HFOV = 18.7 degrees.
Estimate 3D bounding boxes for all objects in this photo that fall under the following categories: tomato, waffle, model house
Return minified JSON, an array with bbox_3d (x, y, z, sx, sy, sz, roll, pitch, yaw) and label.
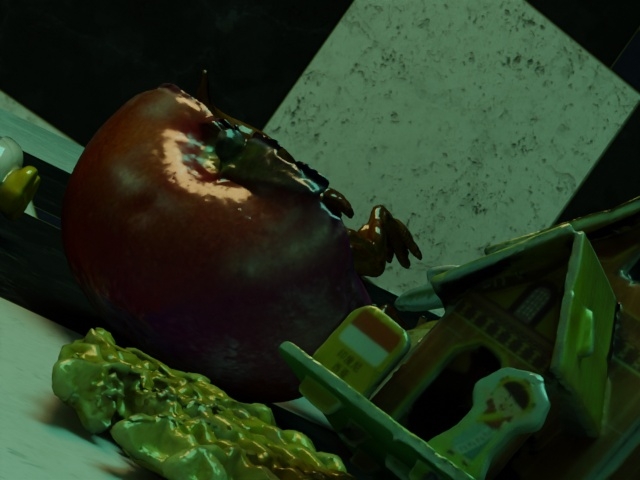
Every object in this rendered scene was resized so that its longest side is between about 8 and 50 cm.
[{"bbox_3d":[-0.107,0.038,1.708,0.335,0.176,0.289,36,-27,34],"label":"tomato"},{"bbox_3d":[-0.076,0.142,1.362,0.250,0.056,0.261,28,1,-7],"label":"waffle"},{"bbox_3d":[0.141,0.055,1.390,0.340,0.323,0.300,36,-13,36],"label":"model house"}]

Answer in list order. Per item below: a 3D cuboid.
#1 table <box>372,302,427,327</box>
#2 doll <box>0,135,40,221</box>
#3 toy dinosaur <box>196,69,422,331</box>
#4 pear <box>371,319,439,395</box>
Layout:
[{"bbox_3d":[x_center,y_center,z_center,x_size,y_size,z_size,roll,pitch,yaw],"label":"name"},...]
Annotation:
[{"bbox_3d":[0.093,0.142,2.173,0.122,0.111,0.240,27,3,20],"label":"table"},{"bbox_3d":[-0.432,-0.127,1.987,0.314,0.141,0.177,31,-9,-1],"label":"doll"},{"bbox_3d":[0.000,0.000,1.875,0.432,0.097,0.208,63,32,-15],"label":"toy dinosaur"},{"bbox_3d":[0.108,0.145,1.787,0.136,0.167,0.167,65,8,5],"label":"pear"}]
